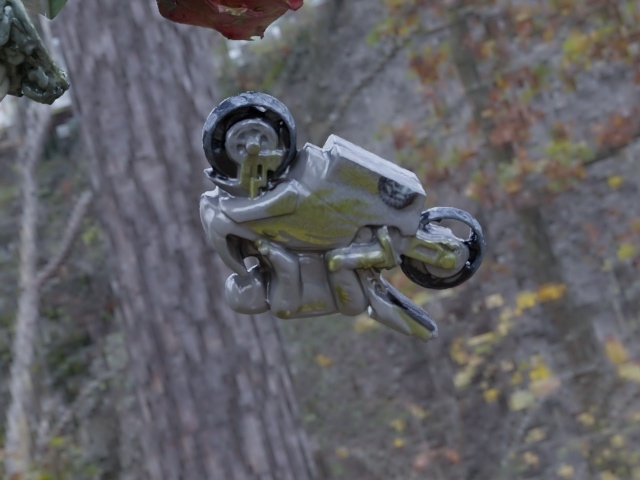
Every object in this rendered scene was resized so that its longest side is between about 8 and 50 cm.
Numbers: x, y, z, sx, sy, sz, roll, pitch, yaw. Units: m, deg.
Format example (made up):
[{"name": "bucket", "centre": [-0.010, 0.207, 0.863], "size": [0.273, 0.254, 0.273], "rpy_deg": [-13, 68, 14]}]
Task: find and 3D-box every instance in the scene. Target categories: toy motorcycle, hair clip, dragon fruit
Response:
[{"name": "toy motorcycle", "centre": [0.000, 0.000, 1.663], "size": [0.223, 0.341, 0.108], "rpy_deg": [-58, 21, 16]}, {"name": "hair clip", "centre": [-0.350, -0.184, 1.334], "size": [0.091, 0.321, 0.138], "rpy_deg": [-49, -39, -21]}, {"name": "dragon fruit", "centre": [-0.098, -0.323, 1.660], "size": [0.161, 0.274, 0.126], "rpy_deg": [15, 32, 40]}]

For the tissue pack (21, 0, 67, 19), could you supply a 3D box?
[{"name": "tissue pack", "centre": [-0.326, -0.490, 1.944], "size": [0.194, 0.356, 0.266], "rpy_deg": [23, -27, 8]}]
